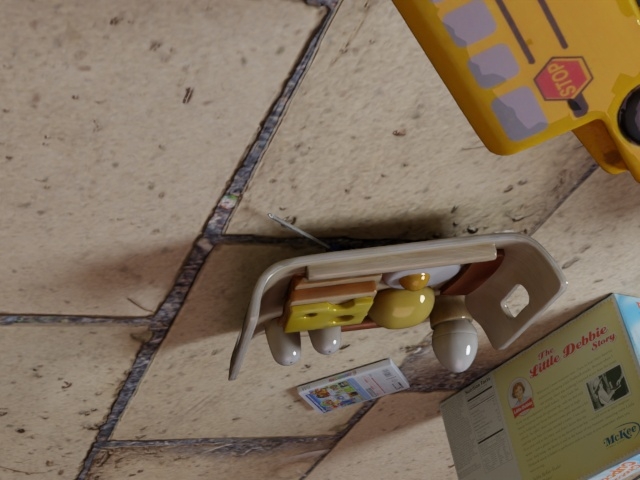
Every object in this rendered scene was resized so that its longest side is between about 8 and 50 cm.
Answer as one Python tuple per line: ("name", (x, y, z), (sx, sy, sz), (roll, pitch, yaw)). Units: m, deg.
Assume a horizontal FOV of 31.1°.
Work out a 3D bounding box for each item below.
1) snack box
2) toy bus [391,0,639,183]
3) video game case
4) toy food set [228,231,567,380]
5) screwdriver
("snack box", (0.287, 0.221, 1.407), (0.060, 0.187, 0.322), (12, 143, -35))
("toy bus", (0.110, -0.163, 0.671), (0.130, 0.108, 0.332), (-25, 129, 18))
("video game case", (0.042, 0.182, 1.425), (0.122, 0.011, 0.087), (-19, 150, 11))
("toy food set", (0.065, 0.084, 1.150), (0.306, 0.092, 0.219), (-7, 160, -12))
("screwdriver", (0.000, 0.000, 1.095), (0.024, 0.025, 0.170), (-27, 143, 25))
